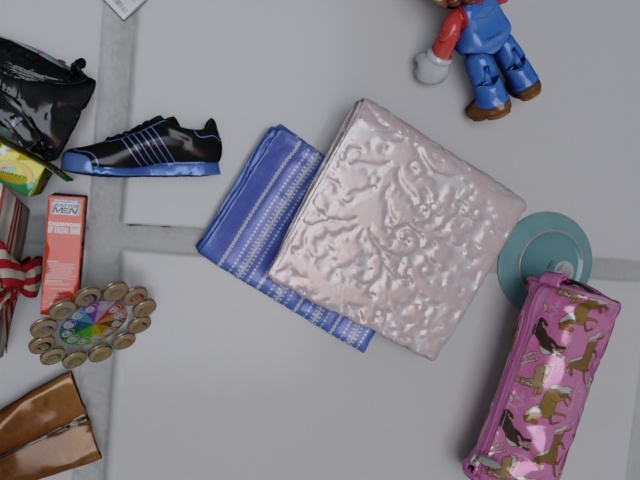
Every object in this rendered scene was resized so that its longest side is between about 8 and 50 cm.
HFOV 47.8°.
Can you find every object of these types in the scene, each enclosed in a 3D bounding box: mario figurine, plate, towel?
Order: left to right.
[{"bbox_3d":[0.000,0.000,1.161,0.336,0.040,0.243,33,88,-15],"label":"towel"},{"bbox_3d":[0.124,-0.009,1.152,0.332,0.053,0.317,29,91,-17],"label":"towel"},{"bbox_3d":[0.238,-0.364,1.166,0.198,0.170,0.320,-48,120,-43],"label":"mario figurine"},{"bbox_3d":[0.402,0.043,1.275,0.188,0.024,0.188,-1,95,-14],"label":"plate"}]

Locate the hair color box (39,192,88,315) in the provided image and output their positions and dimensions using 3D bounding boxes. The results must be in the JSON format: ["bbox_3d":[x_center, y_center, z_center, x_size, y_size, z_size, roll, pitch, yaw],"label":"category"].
[{"bbox_3d":[-0.368,0.017,1.040,0.053,0.093,0.167,3,95,-15],"label":"hair color box"}]

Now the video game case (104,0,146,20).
[{"bbox_3d":[-0.277,-0.397,1.065,0.122,0.011,0.087,-45,103,-6],"label":"video game case"}]

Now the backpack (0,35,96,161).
[{"bbox_3d":[-0.422,-0.202,0.993,0.182,0.115,0.152,27,73,-18],"label":"backpack"}]

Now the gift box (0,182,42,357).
[{"bbox_3d":[-0.508,0.056,0.931,0.258,0.255,0.276,8,88,-13],"label":"gift box"}]

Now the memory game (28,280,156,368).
[{"bbox_3d":[-0.324,0.124,1.038,0.186,0.186,0.012,-29,58,-10],"label":"memory game"}]

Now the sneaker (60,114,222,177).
[{"bbox_3d":[-0.261,-0.138,1.064,0.232,0.081,0.090,-2,93,-21],"label":"sneaker"}]

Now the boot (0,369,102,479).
[{"bbox_3d":[-0.489,0.259,1.032,0.281,0.096,0.264,-23,100,-12],"label":"boot"}]

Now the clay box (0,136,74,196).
[{"bbox_3d":[-0.453,-0.120,0.987,0.222,0.127,0.053,31,88,-14],"label":"clay box"}]

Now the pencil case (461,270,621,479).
[{"bbox_3d":[0.366,0.243,1.206,0.160,0.167,0.386,20,95,20],"label":"pencil case"}]
